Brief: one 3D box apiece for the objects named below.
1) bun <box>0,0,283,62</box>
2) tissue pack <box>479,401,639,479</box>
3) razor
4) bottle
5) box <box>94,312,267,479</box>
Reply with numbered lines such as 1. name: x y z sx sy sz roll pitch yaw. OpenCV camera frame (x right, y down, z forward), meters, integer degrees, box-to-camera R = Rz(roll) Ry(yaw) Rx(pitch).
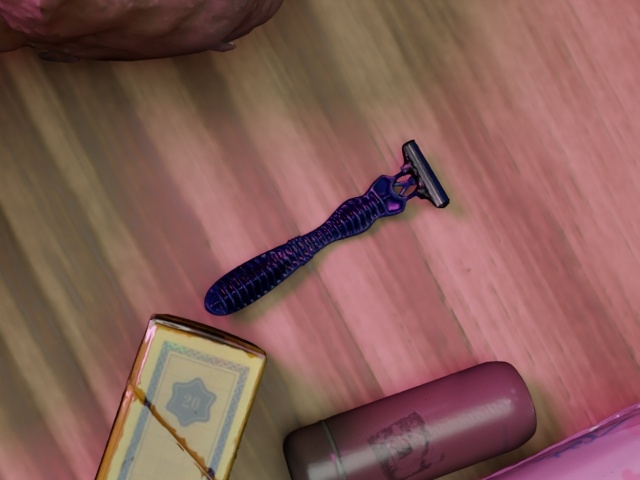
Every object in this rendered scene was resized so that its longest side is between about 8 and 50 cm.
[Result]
1. bun: -0.112 -0.190 0.498 0.281 0.282 0.205 -10 131 -7
2. tissue pack: 0.122 0.222 0.540 0.271 0.124 0.202 -24 87 -5
3. razor: 0.000 0.000 0.595 0.154 0.028 0.044 -32 91 -9
4. bottle: 0.050 0.112 0.582 0.140 0.053 0.053 -18 89 -7
5. box: -0.090 0.148 0.519 0.064 0.141 0.220 21 85 -4
